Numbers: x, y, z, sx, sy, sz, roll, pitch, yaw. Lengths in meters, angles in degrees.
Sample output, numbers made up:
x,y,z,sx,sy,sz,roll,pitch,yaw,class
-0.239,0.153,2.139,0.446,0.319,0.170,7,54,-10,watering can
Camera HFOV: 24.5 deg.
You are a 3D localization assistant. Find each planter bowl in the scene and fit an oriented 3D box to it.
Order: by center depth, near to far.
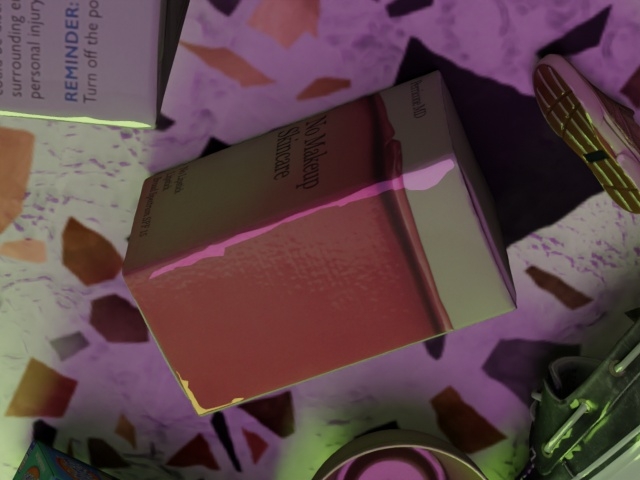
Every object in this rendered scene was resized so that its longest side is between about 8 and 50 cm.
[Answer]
x,y,z,sx,sy,sz,roll,pitch,yaw,class
0.059,0.213,1.135,0.162,0.109,0.162,0,104,-2,planter bowl

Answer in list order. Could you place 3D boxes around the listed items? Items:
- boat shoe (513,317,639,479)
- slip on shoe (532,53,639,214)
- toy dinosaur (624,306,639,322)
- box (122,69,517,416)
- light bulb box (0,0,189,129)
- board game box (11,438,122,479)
x,y,z,sx,sy,sz,roll,pitch,yaw,class
0.217,0.134,1.101,0.119,0.121,0.335,55,130,16,boat shoe
0.198,-0.080,1.022,0.041,0.051,0.135,-46,105,-20,slip on shoe
0.360,0.008,1.058,0.118,0.064,0.268,46,112,-3,toy dinosaur
0.000,0.000,1.004,0.232,0.148,0.127,-20,116,10,box
-0.240,-0.237,0.755,0.361,0.358,0.225,5,117,-1,light bulb box
-0.130,0.228,1.126,0.210,0.160,0.047,29,85,-14,board game box
